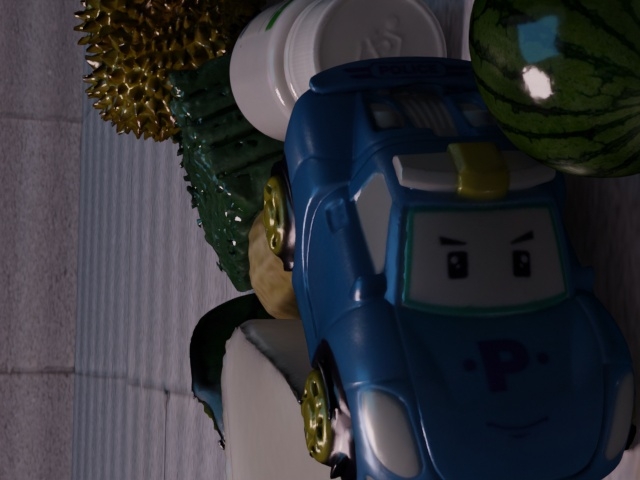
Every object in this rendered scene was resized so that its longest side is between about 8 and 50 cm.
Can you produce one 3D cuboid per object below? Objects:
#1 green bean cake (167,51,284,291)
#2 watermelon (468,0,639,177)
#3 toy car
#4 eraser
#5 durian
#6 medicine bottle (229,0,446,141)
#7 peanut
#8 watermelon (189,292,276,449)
[{"bbox_3d":[-0.086,-0.065,1.271,0.193,0.107,0.208,56,161,28],"label":"green bean cake"},{"bbox_3d":[0.146,-0.115,0.653,0.187,0.141,0.140,-107,26,-57],"label":"watermelon"},{"bbox_3d":[0.080,0.016,0.719,0.166,0.198,0.314,102,162,-47],"label":"toy car"},{"bbox_3d":[0.015,0.187,0.995,0.331,0.150,0.331,180,90,-70],"label":"eraser"},{"bbox_3d":[-0.171,-0.260,1.487,0.258,0.258,0.292,-136,53,-66],"label":"durian"},{"bbox_3d":[0.011,-0.154,1.056,0.237,0.139,0.139,-172,85,-72],"label":"medicine bottle"},{"bbox_3d":[0.000,0.000,1.092,0.290,0.130,0.130,125,143,-67],"label":"peanut"},{"bbox_3d":[-0.078,0.160,1.399,0.129,0.123,0.301,65,-174,-46],"label":"watermelon"}]
